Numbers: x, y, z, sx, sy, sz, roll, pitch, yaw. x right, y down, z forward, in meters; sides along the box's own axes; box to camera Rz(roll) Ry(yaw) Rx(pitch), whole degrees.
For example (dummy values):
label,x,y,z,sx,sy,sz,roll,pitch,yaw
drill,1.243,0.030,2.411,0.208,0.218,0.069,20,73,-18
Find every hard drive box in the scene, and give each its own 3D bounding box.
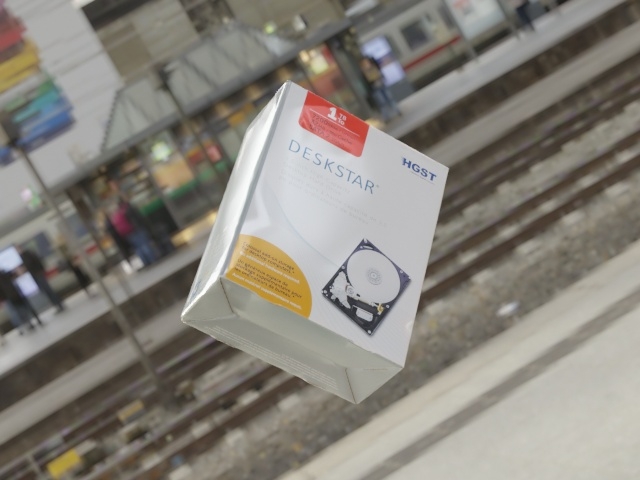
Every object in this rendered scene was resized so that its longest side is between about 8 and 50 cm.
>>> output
label,x,y,z,sx,sy,sz,roll,pitch,yaw
hard drive box,0.000,0.000,1.212,0.089,0.181,0.232,-46,23,49
